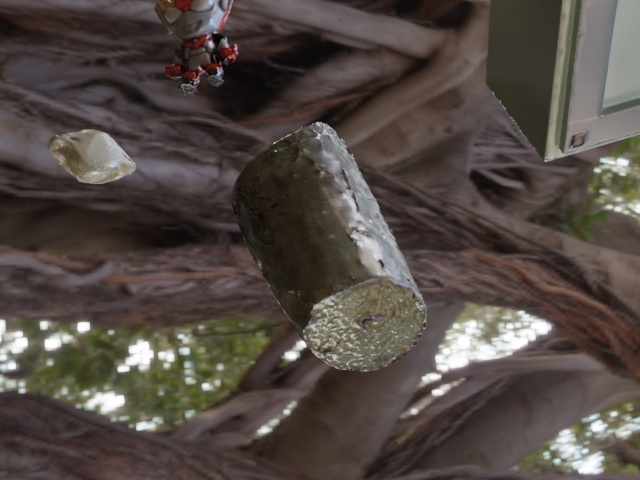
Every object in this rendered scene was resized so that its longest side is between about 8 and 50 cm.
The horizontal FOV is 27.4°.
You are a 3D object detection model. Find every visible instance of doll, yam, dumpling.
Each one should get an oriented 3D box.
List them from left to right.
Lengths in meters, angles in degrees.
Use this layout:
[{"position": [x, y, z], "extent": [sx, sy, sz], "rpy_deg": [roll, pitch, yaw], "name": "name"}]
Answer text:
[{"position": [-0.227, -0.083, 1.297], "extent": [0.057, 0.076, 0.052], "rpy_deg": [-15, -93, 59], "name": "dumpling"}, {"position": [-0.119, -0.220, 1.285], "extent": [0.109, 0.057, 0.169], "rpy_deg": [-18, -113, 21], "name": "doll"}, {"position": [0.000, 0.000, 1.326], "extent": [0.154, 0.154, 0.254], "rpy_deg": [-45, -129, 26], "name": "yam"}]

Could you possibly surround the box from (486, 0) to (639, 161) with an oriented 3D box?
[{"position": [0.255, -0.198, 0.981], "extent": [0.225, 0.225, 0.117], "rpy_deg": [86, -17, -44], "name": "box"}]
